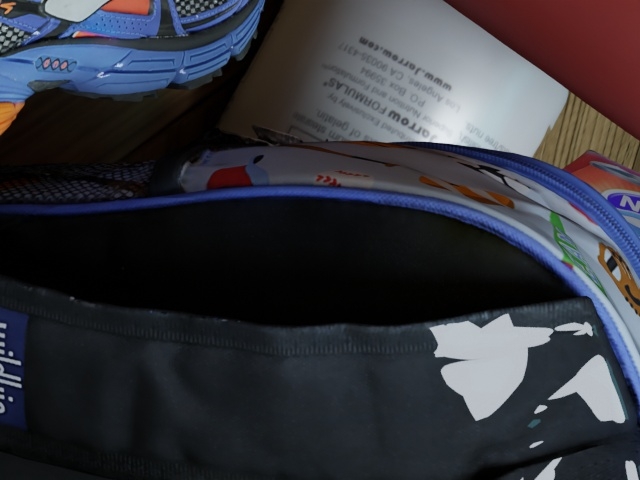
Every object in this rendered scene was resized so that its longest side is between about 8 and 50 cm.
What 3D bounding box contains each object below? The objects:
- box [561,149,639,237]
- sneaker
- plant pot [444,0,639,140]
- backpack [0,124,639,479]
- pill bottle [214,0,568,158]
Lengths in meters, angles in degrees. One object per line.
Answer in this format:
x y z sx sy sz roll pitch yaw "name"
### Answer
0.104 0.133 0.684 0.154 0.142 0.300 -32 145 -50 "box"
-0.083 -0.088 0.455 0.221 0.083 0.087 -34 139 -54 "sneaker"
0.112 -0.183 0.537 0.275 0.243 0.275 -46 153 -32 "plant pot"
-0.007 0.085 0.493 0.213 0.263 0.277 -34 118 -61 "backpack"
0.000 0.000 0.664 0.229 0.131 0.131 -61 158 0 "pill bottle"
